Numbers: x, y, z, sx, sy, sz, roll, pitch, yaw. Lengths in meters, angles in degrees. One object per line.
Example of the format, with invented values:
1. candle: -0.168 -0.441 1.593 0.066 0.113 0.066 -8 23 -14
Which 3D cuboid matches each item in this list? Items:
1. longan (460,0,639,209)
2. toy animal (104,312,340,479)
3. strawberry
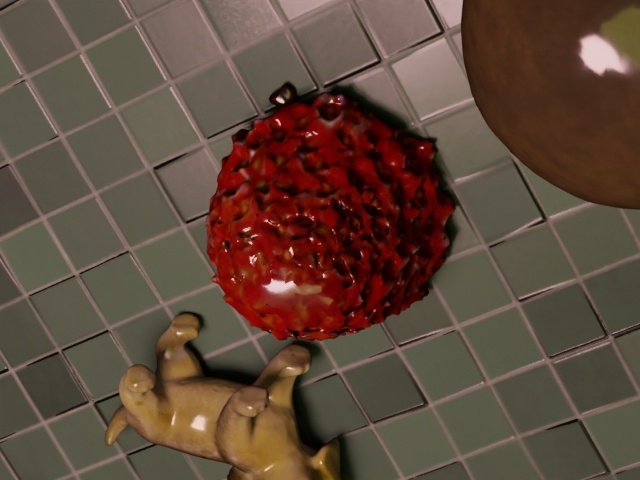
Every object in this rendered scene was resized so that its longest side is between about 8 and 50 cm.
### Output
1. longan: 0.256 -0.171 1.490 0.318 0.319 0.319 7 116 13
2. toy animal: -0.082 0.175 1.850 0.233 0.121 0.169 25 130 7
3. strawberry: 0.000 0.000 1.707 0.233 0.178 0.234 3 116 7
